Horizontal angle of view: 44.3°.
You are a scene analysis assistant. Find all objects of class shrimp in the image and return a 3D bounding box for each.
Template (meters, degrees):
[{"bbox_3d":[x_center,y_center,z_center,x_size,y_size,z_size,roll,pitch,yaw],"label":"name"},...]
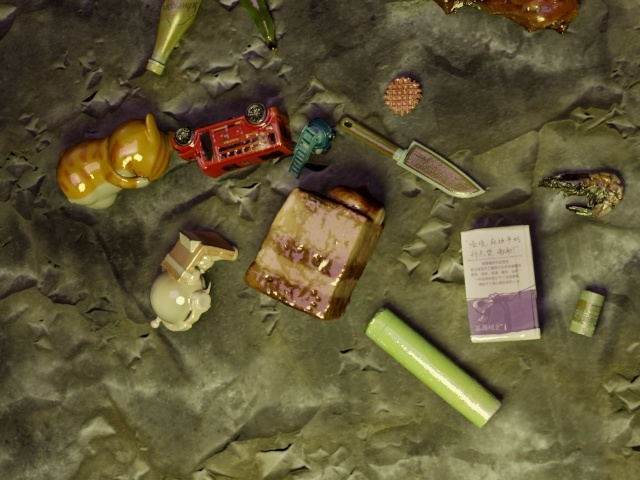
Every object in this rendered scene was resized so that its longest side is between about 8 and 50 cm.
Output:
[{"bbox_3d":[0.509,-0.092,1.542,0.161,0.034,0.091,4,88,15],"label":"shrimp"}]

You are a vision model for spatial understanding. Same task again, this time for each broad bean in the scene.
[{"bbox_3d":[-0.165,-0.550,1.752,0.060,0.043,0.297,-36,84,11],"label":"broad bean"}]

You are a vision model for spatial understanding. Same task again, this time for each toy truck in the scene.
[{"bbox_3d":[-0.192,-0.210,1.705,0.253,0.107,0.114,-15,81,14],"label":"toy truck"},{"bbox_3d":[-0.022,-0.197,1.687,0.063,0.074,0.136,40,137,16],"label":"toy truck"}]

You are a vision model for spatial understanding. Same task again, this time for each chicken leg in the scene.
[{"bbox_3d":[0.367,-0.484,1.589,0.305,0.093,0.113,12,100,20],"label":"chicken leg"}]

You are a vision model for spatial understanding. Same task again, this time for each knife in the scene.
[{"bbox_3d":[0.189,-0.179,1.641,0.343,0.027,0.061,33,91,15],"label":"knife"}]

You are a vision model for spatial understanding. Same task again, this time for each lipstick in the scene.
[{"bbox_3d":[0.220,0.251,1.576,0.304,0.076,0.076,40,97,14],"label":"lipstick"}]

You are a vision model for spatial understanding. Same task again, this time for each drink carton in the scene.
[{"bbox_3d":[0.353,0.084,1.538,0.134,0.102,0.222,-6,84,17],"label":"drink carton"}]

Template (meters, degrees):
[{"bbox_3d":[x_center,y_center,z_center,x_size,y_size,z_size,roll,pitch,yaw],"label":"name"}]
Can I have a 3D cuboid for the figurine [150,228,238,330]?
[{"bbox_3d":[-0.287,0.093,1.709,0.162,0.141,0.236,31,98,44],"label":"figurine"}]

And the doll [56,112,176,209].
[{"bbox_3d":[-0.457,-0.170,1.752,0.270,0.167,0.162,-16,84,11],"label":"doll"}]

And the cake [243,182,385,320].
[{"bbox_3d":[0.000,0.000,1.590,0.199,0.196,0.293,26,94,17],"label":"cake"}]

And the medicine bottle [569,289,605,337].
[{"bbox_3d":[0.514,0.141,1.515,0.047,0.047,0.083,18,90,16],"label":"medicine bottle"}]

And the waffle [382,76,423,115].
[{"bbox_3d":[0.173,-0.304,1.654,0.075,0.029,0.083,41,99,15],"label":"waffle"}]

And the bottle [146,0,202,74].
[{"bbox_3d":[-0.326,-0.504,1.778,0.083,0.083,0.269,23,94,16],"label":"bottle"}]
